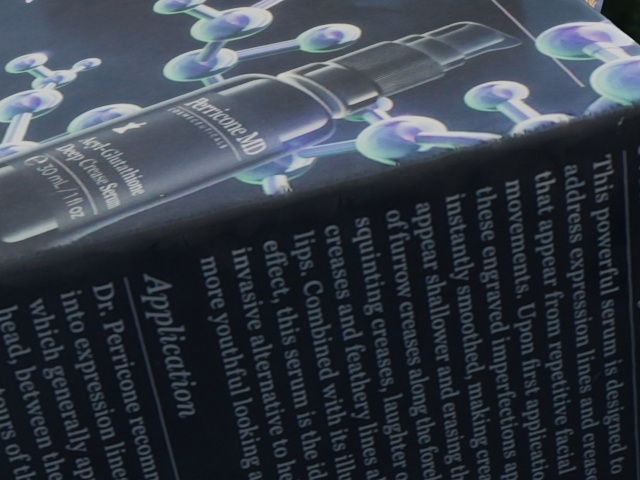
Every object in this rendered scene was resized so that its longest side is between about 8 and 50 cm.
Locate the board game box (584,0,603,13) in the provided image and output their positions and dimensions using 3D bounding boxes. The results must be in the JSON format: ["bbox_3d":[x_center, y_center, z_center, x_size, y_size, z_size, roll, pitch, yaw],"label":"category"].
[{"bbox_3d":[0.096,-0.215,0.986,0.165,0.042,0.243,14,-5,26],"label":"board game box"}]

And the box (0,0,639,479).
[{"bbox_3d":[-0.066,0.012,0.639,0.395,0.212,0.293,-14,30,-8],"label":"box"}]
